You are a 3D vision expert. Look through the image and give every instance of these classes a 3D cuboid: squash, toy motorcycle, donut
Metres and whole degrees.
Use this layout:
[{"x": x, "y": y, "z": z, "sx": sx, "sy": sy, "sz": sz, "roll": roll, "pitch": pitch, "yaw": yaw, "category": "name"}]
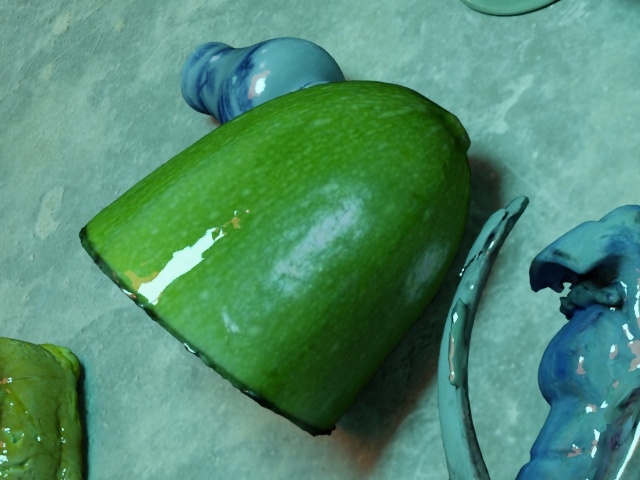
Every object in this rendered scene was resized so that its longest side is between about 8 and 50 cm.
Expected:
[{"x": -0.013, "y": -0.030, "z": 1.191, "sx": 0.309, "sy": 0.310, "sz": 0.310, "roll": -51, "pitch": 44, "yaw": 4, "category": "squash"}, {"x": 0.214, "y": 0.101, "z": 0.954, "sx": 0.182, "sy": 0.241, "sz": 0.319, "roll": -3, "pitch": 60, "yaw": 51, "category": "toy motorcycle"}, {"x": -0.373, "y": 0.239, "z": 1.474, "sx": 0.208, "sy": 0.128, "sz": 0.261, "roll": -31, "pitch": 48, "yaw": 25, "category": "donut"}]

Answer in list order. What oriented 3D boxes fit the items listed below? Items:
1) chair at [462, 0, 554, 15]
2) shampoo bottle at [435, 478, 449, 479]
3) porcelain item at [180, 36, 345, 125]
[{"x": 0.181, "y": -0.398, "z": 1.308, "sx": 0.203, "sy": 0.275, "sz": 0.191, "roll": -9, "pitch": 38, "yaw": 40, "category": "chair"}, {"x": 0.166, "y": 0.324, "z": 0.983, "sx": 0.129, "sy": 0.084, "sz": 0.323, "roll": -46, "pitch": 46, "yaw": 3, "category": "shampoo bottle"}, {"x": -0.063, "y": -0.163, "z": 1.433, "sx": 0.141, "sy": 0.141, "sz": 0.259, "roll": -59, "pitch": 34, "yaw": -2, "category": "porcelain item"}]
